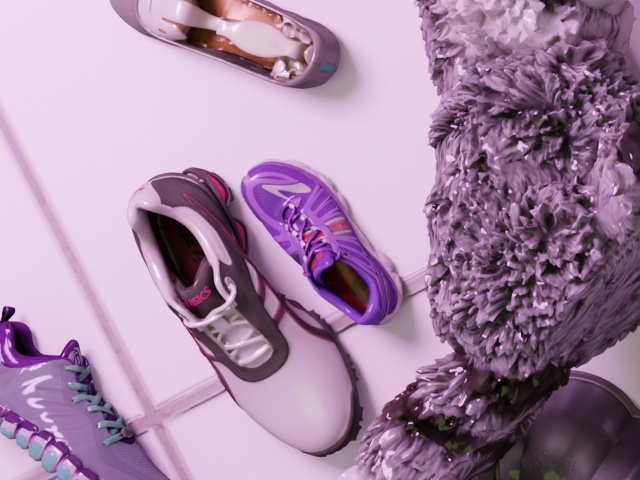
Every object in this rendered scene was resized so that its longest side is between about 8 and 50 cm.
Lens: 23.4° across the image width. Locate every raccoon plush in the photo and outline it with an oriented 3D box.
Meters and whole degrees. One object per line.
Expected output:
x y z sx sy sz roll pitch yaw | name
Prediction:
0.085 -0.037 1.097 0.446 0.216 0.299 -44 66 3 | raccoon plush

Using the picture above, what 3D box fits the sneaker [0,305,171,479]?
-0.208 0.146 1.325 0.224 0.083 0.098 30 99 12 | sneaker

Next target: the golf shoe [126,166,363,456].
-0.072 0.068 1.256 0.105 0.120 0.273 -37 86 15 | golf shoe

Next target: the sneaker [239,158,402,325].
0.000 0.000 1.251 0.170 0.071 0.068 45 106 8 | sneaker

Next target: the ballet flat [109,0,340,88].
-0.086 -0.181 1.258 0.213 0.068 0.072 22 101 14 | ballet flat

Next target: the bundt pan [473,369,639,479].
0.153 0.267 1.208 0.331 0.124 0.330 2 97 17 | bundt pan
